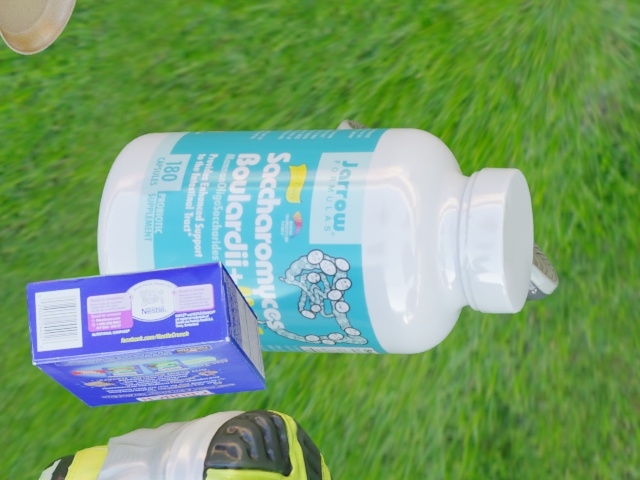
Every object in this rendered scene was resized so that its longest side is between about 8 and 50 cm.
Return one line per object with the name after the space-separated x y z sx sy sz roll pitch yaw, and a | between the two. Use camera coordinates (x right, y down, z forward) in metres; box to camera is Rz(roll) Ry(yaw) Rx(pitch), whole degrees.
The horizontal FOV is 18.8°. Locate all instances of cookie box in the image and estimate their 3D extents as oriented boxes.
-0.079 0.046 0.900 0.091 0.107 0.040 -6 73 5 | cookie box

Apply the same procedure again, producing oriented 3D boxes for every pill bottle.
0.000 0.000 1.253 0.264 0.146 0.146 -1 97 18 | pill bottle

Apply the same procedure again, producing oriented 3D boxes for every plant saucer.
-0.178 -0.156 1.180 0.015 0.083 0.083 17 100 26 | plant saucer

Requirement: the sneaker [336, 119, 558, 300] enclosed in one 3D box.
0.081 0.007 1.596 0.222 0.083 0.118 35 105 6 | sneaker

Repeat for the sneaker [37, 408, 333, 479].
-0.042 0.230 1.133 0.147 0.145 0.385 -1 134 22 | sneaker
